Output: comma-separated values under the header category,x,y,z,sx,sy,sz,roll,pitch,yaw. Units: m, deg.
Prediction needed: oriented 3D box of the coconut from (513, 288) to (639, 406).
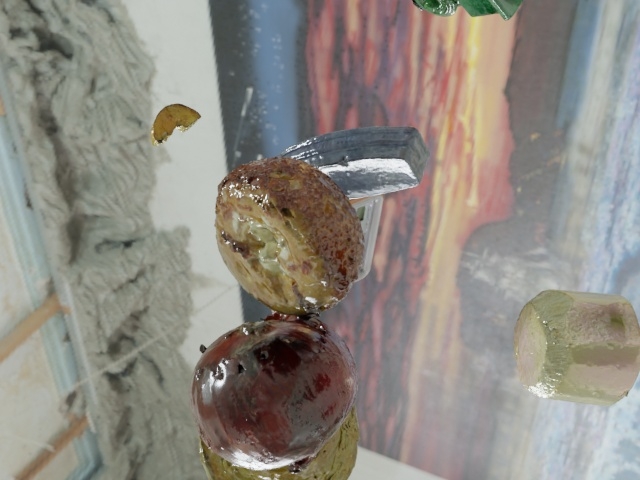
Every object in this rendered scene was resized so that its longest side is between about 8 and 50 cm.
category,x,y,z,sx,sy,sz,roll,pitch,yaw
coconut,0.337,0.137,1.061,0.147,0.153,0.147,-173,90,-84

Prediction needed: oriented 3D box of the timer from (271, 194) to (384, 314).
category,x,y,z,sx,sy,sz,roll,pitch,yaw
timer,0.000,0.000,1.726,0.250,0.161,0.257,-10,-44,-17

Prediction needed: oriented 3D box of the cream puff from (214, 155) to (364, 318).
category,x,y,z,sx,sy,sz,roll,pitch,yaw
cream puff,-0.039,-0.007,1.160,0.164,0.240,0.240,-37,-41,-46

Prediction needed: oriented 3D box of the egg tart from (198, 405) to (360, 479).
category,x,y,z,sx,sy,sz,roll,pitch,yaw
egg tart,-0.077,0.369,1.608,0.129,0.341,0.341,106,-172,-66

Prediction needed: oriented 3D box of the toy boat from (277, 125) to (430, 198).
category,x,y,z,sx,sy,sz,roll,pitch,yaw
toy boat,0.041,-0.128,1.412,0.127,0.283,0.078,45,-136,-53

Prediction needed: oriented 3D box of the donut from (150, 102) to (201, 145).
category,x,y,z,sx,sy,sz,roll,pitch,yaw
donut,-0.238,-0.179,1.330,0.067,0.038,0.083,28,-116,-26

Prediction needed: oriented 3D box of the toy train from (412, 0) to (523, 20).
category,x,y,z,sx,sy,sz,roll,pitch,yaw
toy train,0.209,-0.472,1.336,0.266,0.202,0.145,41,-105,-29

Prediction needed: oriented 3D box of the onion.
category,x,y,z,sx,sy,sz,roll,pitch,yaw
onion,-0.071,0.243,1.327,0.276,0.276,0.276,-50,-32,-47
